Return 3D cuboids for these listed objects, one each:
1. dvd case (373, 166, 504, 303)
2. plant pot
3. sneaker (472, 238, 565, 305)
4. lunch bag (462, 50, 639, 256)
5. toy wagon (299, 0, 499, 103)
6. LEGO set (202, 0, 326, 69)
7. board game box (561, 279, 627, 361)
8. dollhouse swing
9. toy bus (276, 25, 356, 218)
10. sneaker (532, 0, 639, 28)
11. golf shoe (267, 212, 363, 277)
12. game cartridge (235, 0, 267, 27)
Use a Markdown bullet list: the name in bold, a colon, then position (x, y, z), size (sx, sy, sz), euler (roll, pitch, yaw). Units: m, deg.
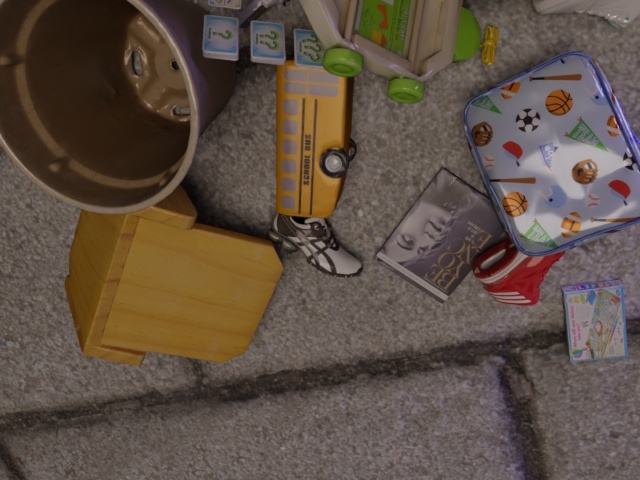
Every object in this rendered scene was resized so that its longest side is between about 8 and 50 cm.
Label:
- **dvd case**: position (0.229, -0.004, 1.099), size (0.164, 0.018, 0.221), euler (33, 114, -5)
- **plant pot**: position (-0.288, -0.254, 0.922), size (0.334, 0.305, 0.333), euler (6, 118, 11)
- **sneaker**: position (0.397, 0.035, 1.069), size (0.221, 0.087, 0.128), euler (-29, 126, 15)
- **lunch bag**: position (0.381, -0.130, 0.937), size (0.243, 0.115, 0.303), euler (-23, 89, 16)
- **toy wagon**: position (0.129, -0.345, 0.882), size (0.344, 0.068, 0.267), euler (14, 82, -32)
- **LEGO set**: position (-0.076, -0.363, 0.867), size (0.182, 0.244, 0.060), euler (3, 149, -10)
- **board game box**: position (0.518, 0.154, 1.108), size (0.103, 0.026, 0.154), euler (-9, 110, 13)
- **dollhouse swing**: position (-0.298, 0.040, 1.174), size (0.305, 0.315, 0.346), euler (5, 121, -36)
- **toy bus**: position (-0.005, -0.211, 1.008), size (0.130, 0.108, 0.332), euler (6, 113, 9)
- **sneaker**: position (0.436, -0.363, 0.888), size (0.212, 0.080, 0.094), euler (-13, 121, 13)
- **golf shoe**: position (0.000, 0.000, 1.110), size (0.198, 0.077, 0.094), euler (26, 114, -2)
- **game cartridge**: position (-0.109, -0.386, 0.981), size (0.083, 0.056, 0.017), euler (-34, 95, 21)
